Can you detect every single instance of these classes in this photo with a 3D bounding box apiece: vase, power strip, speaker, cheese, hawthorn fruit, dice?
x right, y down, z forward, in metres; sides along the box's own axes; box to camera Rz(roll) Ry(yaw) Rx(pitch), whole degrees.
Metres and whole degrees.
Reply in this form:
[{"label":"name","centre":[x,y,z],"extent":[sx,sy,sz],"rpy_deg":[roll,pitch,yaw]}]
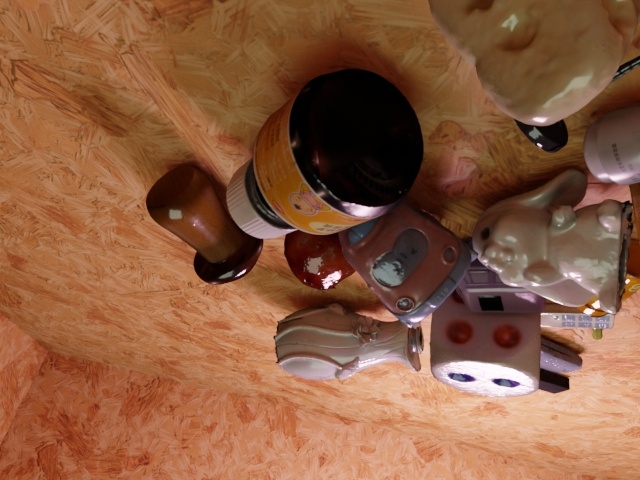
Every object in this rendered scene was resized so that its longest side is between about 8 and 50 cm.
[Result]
[{"label":"vase","centre":[0.096,0.316,1.542],"extent":[0.444,0.250,0.250],"rpy_deg":[-7,143,23]},{"label":"power strip","centre":[0.668,0.198,1.299],"extent":[0.191,0.035,0.081],"rpy_deg":[-3,145,24]},{"label":"speaker","centre":[0.733,0.467,1.695],"extent":[0.218,0.044,0.082],"rpy_deg":[18,148,-8]},{"label":"cheese","centre":[0.237,-0.266,0.566],"extent":[0.247,0.251,0.174],"rpy_deg":[33,146,-1]},{"label":"hawthorn fruit","centre":[0.000,0.000,1.140],"extent":[0.181,0.181,0.235],"rpy_deg":[5,135,14]},{"label":"dice","centre":[0.416,0.234,1.247],"extent":[0.251,0.259,0.243],"rpy_deg":[0,144,23]}]

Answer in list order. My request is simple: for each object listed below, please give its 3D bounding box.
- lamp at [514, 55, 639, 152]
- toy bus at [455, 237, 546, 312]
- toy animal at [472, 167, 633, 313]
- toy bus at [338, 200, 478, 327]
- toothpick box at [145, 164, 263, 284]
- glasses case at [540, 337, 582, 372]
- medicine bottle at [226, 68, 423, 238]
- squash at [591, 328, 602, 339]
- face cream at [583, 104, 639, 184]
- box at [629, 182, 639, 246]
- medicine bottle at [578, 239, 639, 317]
[{"label":"lamp","centre":[0.456,-0.236,0.670],"extent":[0.371,0.130,0.108],"rpy_deg":[-26,157,29]},{"label":"toy bus","centre":[0.398,0.081,1.114],"extent":[0.202,0.142,0.142],"rpy_deg":[-3,145,26]},{"label":"toy animal","centre":[0.436,-0.008,0.921],"extent":[0.289,0.174,0.249],"rpy_deg":[27,122,26]},{"label":"toy bus","centre":[0.141,0.009,0.984],"extent":[0.231,0.294,0.197],"rpy_deg":[37,100,-21]},{"label":"toothpick box","centre":[-0.264,-0.027,1.173],"extent":[0.192,0.192,0.294],"rpy_deg":[-5,139,29]},{"label":"glasses case","centre":[0.662,0.339,1.497],"extent":[0.282,0.067,0.109],"rpy_deg":[22,151,-16]},{"label":"medicine bottle","centre":[-0.017,-0.120,0.891],"extent":[0.242,0.243,0.395],"rpy_deg":[27,159,-20]},{"label":"squash","centre":[0.747,0.240,1.342],"extent":[0.027,0.028,0.083],"rpy_deg":[-6,143,29]},{"label":"face cream","centre":[0.469,-0.144,0.746],"extent":[0.117,0.117,0.104],"rpy_deg":[29,163,-23]},{"label":"box","centre":[0.632,-0.017,0.729],"extent":[0.259,0.284,0.214],"rpy_deg":[24,146,-16]},{"label":"medicine bottle","centre":[0.631,0.086,1.074],"extent":[0.096,0.096,0.192],"rpy_deg":[11,148,5]}]
